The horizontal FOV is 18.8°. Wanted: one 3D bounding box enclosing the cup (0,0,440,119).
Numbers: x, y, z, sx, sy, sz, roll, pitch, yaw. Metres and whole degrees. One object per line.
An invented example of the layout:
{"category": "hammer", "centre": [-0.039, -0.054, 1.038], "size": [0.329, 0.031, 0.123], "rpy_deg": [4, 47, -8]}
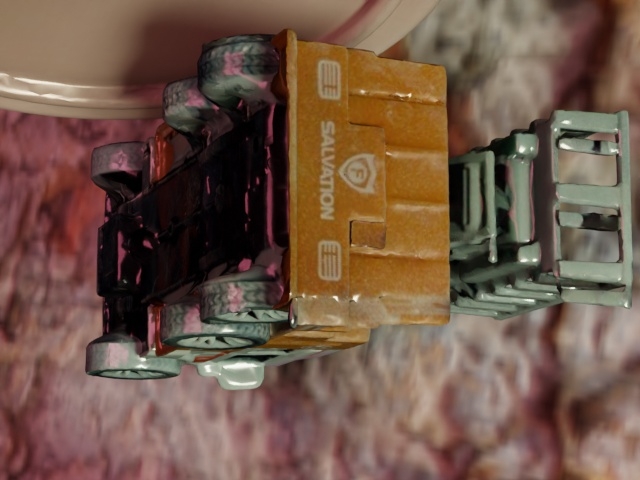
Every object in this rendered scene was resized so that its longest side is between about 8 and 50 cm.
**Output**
{"category": "cup", "centre": [-0.031, -0.193, 0.582], "size": [0.208, 0.288, 0.273], "rpy_deg": [129, 144, -57]}

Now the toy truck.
{"category": "toy truck", "centre": [0.000, -0.001, 0.582], "size": [0.178, 0.115, 0.080], "rpy_deg": [157, 114, -66]}
